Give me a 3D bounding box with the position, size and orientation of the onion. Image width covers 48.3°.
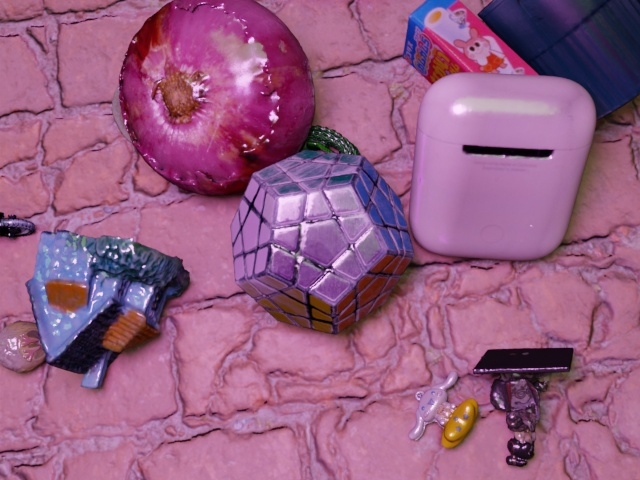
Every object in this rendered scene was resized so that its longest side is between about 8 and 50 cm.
[{"bbox_3d":[-0.178,-0.252,1.302,0.358,0.345,0.358,-4,77,17],"label":"onion"}]

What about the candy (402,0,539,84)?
[{"bbox_3d":[0.295,-0.319,1.367,0.100,0.157,0.306,-39,77,-8],"label":"candy"}]

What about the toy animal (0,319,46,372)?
[{"bbox_3d":[-0.538,0.190,1.315,0.098,0.137,0.098,9,105,36],"label":"toy animal"}]

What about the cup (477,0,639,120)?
[{"bbox_3d":[0.479,-0.394,1.332,0.242,0.308,0.292,-40,95,18],"label":"cup"}]

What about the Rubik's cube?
[{"bbox_3d":[0.000,0.000,1.223,0.264,0.319,0.319,-27,73,25],"label":"Rubik's cube"}]

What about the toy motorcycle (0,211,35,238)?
[{"bbox_3d":[-0.706,-0.030,1.328,0.315,0.169,0.113,-3,76,1],"label":"toy motorcycle"}]

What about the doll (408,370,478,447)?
[{"bbox_3d":[0.221,0.295,1.261,0.113,0.071,0.135,6,68,23],"label":"doll"}]

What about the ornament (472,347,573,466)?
[{"bbox_3d":[0.357,0.291,1.220,0.153,0.166,0.196,-4,94,23],"label":"ornament"}]

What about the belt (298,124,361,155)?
[{"bbox_3d":[0.011,-0.152,1.381,0.151,0.079,0.121,16,86,18],"label":"belt"}]

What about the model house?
[{"bbox_3d":[-0.369,0.131,1.220,0.225,0.261,0.241,10,75,6],"label":"model house"}]

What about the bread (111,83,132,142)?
[{"bbox_3d":[-0.351,-0.244,1.438,0.193,0.036,0.112,30,79,10],"label":"bread"}]

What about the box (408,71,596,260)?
[{"bbox_3d":[0.303,-0.118,1.236,0.288,0.349,0.141,4,37,5],"label":"box"}]
